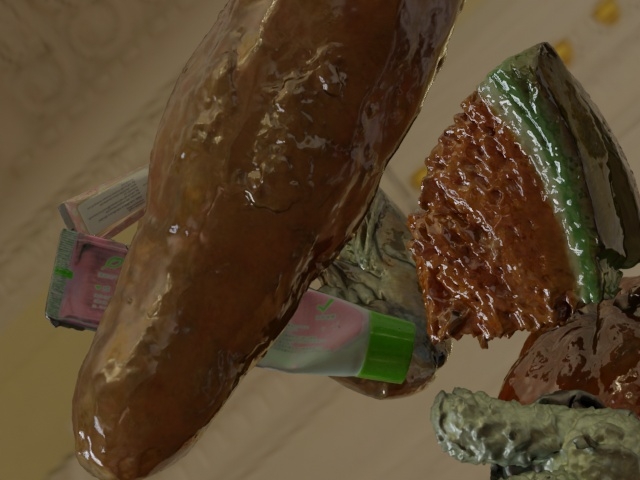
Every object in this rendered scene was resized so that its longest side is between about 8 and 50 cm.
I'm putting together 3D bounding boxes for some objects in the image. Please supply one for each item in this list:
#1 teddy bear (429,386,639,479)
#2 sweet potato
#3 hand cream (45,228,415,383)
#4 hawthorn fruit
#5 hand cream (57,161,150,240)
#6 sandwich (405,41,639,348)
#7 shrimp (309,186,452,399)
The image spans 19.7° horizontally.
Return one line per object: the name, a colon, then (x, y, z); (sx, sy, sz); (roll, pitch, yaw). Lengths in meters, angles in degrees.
teddy bear: (0.163, 0.143, 1.080); (0.111, 0.133, 0.213); (-35, -43, 29)
sweet potato: (-0.006, -0.066, 0.741); (0.106, 0.355, 0.095); (17, -7, -9)
hand cream: (-0.066, 0.056, 1.379); (0.275, 0.079, 0.050); (13, -66, -9)
hawthorn fruit: (0.250, 0.151, 1.375); (0.258, 0.262, 0.258); (-6, -9, -1)
hand cream: (-0.188, -0.058, 2.051); (0.209, 0.067, 0.043); (-28, -14, 3)
sandwich: (0.130, -0.031, 1.269); (0.160, 0.185, 0.109); (-20, 8, 19)
shrimp: (0.000, 0.000, 1.614); (0.247, 0.360, 0.085); (17, -55, -27)
